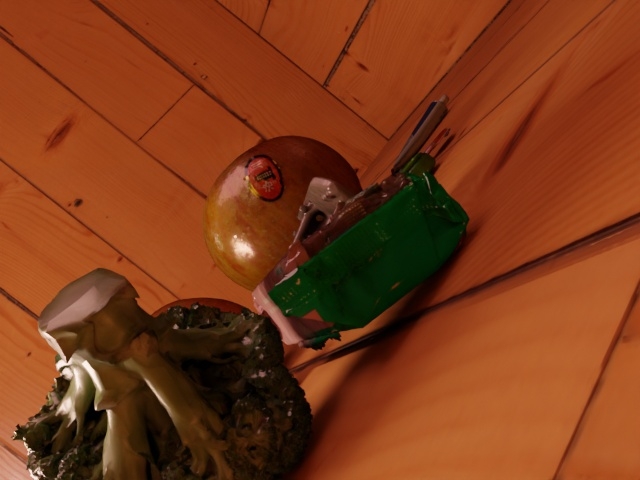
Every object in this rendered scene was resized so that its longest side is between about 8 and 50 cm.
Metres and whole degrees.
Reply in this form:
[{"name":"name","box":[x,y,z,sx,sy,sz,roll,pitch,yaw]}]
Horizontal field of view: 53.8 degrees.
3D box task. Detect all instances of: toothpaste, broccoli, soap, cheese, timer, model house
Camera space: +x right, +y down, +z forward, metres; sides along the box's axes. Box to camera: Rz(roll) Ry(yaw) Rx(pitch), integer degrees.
[{"name":"toothpaste","box":[0.255,-0.268,1.617,0.268,0.047,0.069,-56,16,-13]},{"name":"broccoli","box":[-0.149,0.143,0.554,0.269,0.270,0.270,-13,39,11]},{"name":"soap","box":[0.028,0.026,0.663,0.217,0.098,0.273,-37,-1,-18]},{"name":"cheese","box":[0.166,-0.121,1.231,0.256,0.037,0.106,-49,5,19]},{"name":"timer","box":[0.142,-0.093,1.113,0.140,0.047,0.128,-52,2,-6]},{"name":"model house","box":[0.008,-0.003,1.185,0.229,0.122,0.188,137,148,-78]}]

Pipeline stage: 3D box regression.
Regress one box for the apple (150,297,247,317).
[{"name":"apple","box":[-0.199,0.220,1.030,0.242,0.242,0.241,-50,15,24]}]

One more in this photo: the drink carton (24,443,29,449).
[{"name":"drink carton","box":[-0.373,0.376,1.132,0.161,0.271,0.108,-55,1,-33]}]

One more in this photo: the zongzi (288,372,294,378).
[{"name":"zongzi","box":[-0.080,0.189,0.825,0.076,0.083,0.040,128,140,-69]}]

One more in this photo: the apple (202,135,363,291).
[{"name":"apple","box":[-0.079,-0.045,1.493,0.400,0.334,0.400,-38,-13,-10]}]
